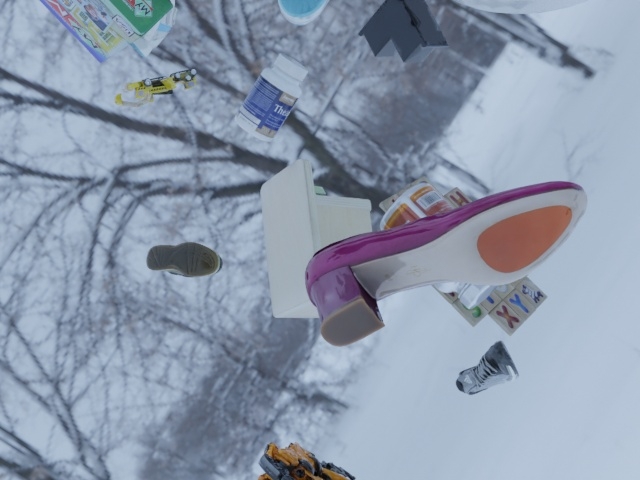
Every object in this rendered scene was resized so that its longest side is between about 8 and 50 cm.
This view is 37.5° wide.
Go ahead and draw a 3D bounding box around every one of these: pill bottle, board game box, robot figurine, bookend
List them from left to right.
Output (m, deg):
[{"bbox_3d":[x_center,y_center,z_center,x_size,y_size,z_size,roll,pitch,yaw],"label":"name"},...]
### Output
[{"bbox_3d":[-0.287,-0.309,0.883,0.046,0.317,0.213,-49,19,-14],"label":"board game box"},{"bbox_3d":[-0.069,-0.211,1.383,0.120,0.067,0.067,-57,-2,15],"label":"pill bottle"},{"bbox_3d":[0.021,0.424,1.492,0.085,0.291,0.211,-59,-17,4],"label":"robot figurine"},{"bbox_3d":[0.180,-0.442,2.066,0.072,0.157,0.156,-10,-23,-38],"label":"bookend"},{"bbox_3d":[0.215,0.012,1.636,0.121,0.216,0.121,-38,-18,-15],"label":"pill bottle"}]

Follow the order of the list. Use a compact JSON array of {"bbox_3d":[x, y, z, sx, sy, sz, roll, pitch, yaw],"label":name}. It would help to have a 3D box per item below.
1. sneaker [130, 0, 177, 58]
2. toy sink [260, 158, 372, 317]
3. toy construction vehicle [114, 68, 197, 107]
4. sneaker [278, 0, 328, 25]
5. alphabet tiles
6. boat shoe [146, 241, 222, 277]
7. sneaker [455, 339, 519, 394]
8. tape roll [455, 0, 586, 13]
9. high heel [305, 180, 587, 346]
[{"bbox_3d":[-0.255,-0.325,1.279,0.092,0.087,0.228,-49,-2,-1],"label":"sneaker"},{"bbox_3d":[0.000,0.000,1.571,0.153,0.131,0.234,-29,63,53],"label":"toy sink"},{"bbox_3d":[-0.221,-0.202,1.267,0.098,0.035,0.086,-18,11,-26],"label":"toy construction vehicle"},{"bbox_3d":[-0.016,-0.533,1.946,0.208,0.127,0.319,88,-169,-65],"label":"sneaker"},{"bbox_3d":[0.274,0.021,1.792,0.285,0.342,0.011,-32,-17,-48],"label":"alphabet tiles"},{"bbox_3d":[-0.210,0.031,1.505,0.049,0.152,0.056,14,-96,-54],"label":"boat shoe"},{"bbox_3d":[0.359,0.294,2.066,0.132,0.086,0.228,-24,-23,4],"label":"sneaker"},{"bbox_3d":[0.237,-0.459,1.087,0.392,0.392,0.072,-59,-13,6],"label":"tape roll"},{"bbox_3d":[0.147,-0.010,1.223,0.377,0.127,0.181,-24,34,8],"label":"high heel"}]
